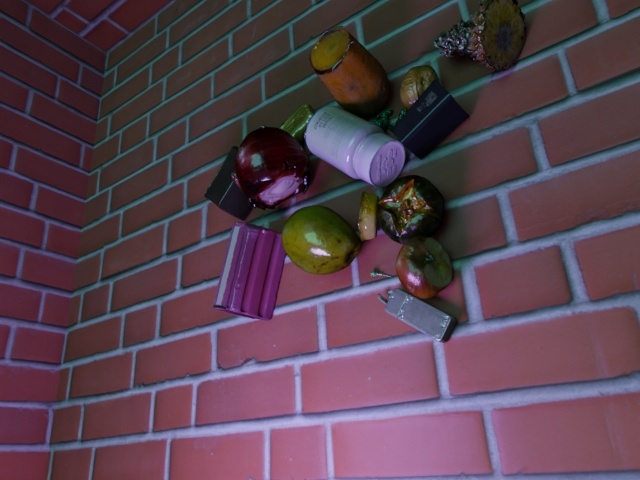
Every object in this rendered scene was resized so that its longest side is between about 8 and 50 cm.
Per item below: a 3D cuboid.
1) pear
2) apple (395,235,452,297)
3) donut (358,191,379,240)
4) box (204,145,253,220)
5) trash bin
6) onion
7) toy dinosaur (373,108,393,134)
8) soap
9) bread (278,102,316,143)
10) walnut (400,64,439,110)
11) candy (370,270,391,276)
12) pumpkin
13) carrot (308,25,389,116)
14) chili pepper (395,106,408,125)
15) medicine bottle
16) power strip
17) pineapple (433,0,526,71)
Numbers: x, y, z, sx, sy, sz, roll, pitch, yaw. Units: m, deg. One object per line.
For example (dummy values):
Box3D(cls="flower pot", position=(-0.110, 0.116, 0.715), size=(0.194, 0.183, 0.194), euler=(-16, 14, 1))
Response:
Box3D(cls="pear", position=(0.000, 0.000, 1.900), size=(0.307, 0.253, 0.253), euler=(25, 89, 29))
Box3D(cls="apple", position=(0.324, 0.087, 1.654), size=(0.160, 0.173, 0.195), euler=(-15, 61, 30))
Box3D(cls="donut", position=(0.179, -0.084, 1.852), size=(0.065, 0.162, 0.179), euler=(2, 82, 13))
Box3D(cls="box", position=(-0.362, -0.255, 2.316), size=(0.143, 0.184, 0.273), euler=(36, 95, 39))
Box3D(cls="trash bin", position=(0.381, -0.418, 1.815), size=(0.225, 0.165, 0.115), euler=(-44, 52, 19))
Box3D(cls="onion", position=(-0.197, -0.305, 2.096), size=(0.341, 0.341, 0.342), euler=(-15, 64, 33))
Box3D(cls="toy dinosaur", position=(0.235, -0.459, 2.020), size=(0.132, 0.059, 0.096), euler=(-33, 44, 17))
Box3D(cls="soap", position=(-0.273, 0.124, 2.066), size=(0.128, 0.233, 0.360), euler=(0, 73, 40))
Box3D(cls="bread", position=(-0.128, -0.463, 2.273), size=(0.305, 0.091, 0.142), euler=(-41, 60, 19))
Box3D(cls="walnut", position=(0.364, -0.552, 1.895), size=(0.144, 0.144, 0.180), euler=(-11, 71, 34))
Box3D(cls="candy", position=(0.213, 0.122, 1.827), size=(0.083, 0.025, 0.023), euler=(9, 61, 33))
Box3D(cls="pumpkin", position=(0.309, -0.101, 1.749), size=(0.237, 0.159, 0.238), euler=(-2, 85, 28))
Box3D(cls="carrot", position=(0.121, -0.628, 1.978), size=(0.224, 0.340, 0.224), euler=(-15, 64, 32))
Box3D(cls="chili pepper", position=(0.311, -0.471, 1.980), size=(0.030, 0.034, 0.091), euler=(24, 87, 8))
Box3D(cls="medicine bottle", position=(0.125, -0.359, 1.956), size=(0.378, 0.213, 0.214), euler=(39, 98, 40))
Box3D(cls="power strip", position=(0.304, 0.232, 1.692), size=(0.288, 0.053, 0.093), euler=(27, 92, 41))
Box3D(cls="pineapple", position=(0.527, -0.709, 1.798), size=(0.271, 0.262, 0.263), euler=(15, 82, 53))
